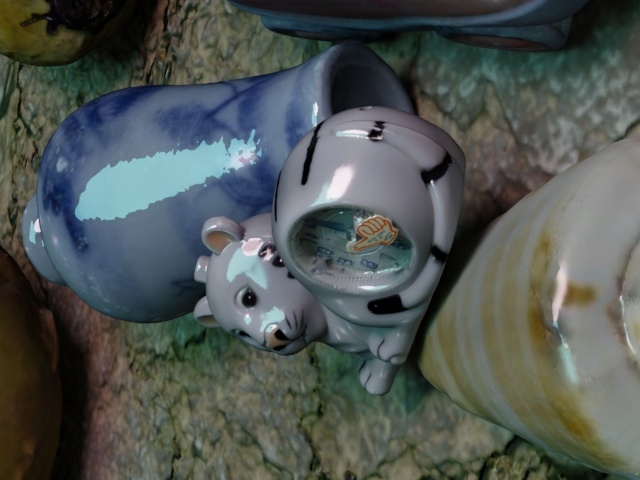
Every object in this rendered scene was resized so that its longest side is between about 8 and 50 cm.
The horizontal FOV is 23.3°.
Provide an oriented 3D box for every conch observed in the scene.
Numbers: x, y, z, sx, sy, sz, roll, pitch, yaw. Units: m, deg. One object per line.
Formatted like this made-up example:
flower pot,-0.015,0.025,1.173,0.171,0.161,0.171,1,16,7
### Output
conch,0.112,0.035,0.687,0.255,0.127,0.158,-15,77,48

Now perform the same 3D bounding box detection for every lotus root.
lotus root,-0.196,-0.192,1.066,0.214,0.138,0.138,24,104,58

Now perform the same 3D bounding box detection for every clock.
clock,0.000,0.000,0.773,0.176,0.117,0.080,108,173,-49

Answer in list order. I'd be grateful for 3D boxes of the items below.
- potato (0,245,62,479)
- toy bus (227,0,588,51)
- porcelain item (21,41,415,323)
potato,-0.280,0.110,1.050,0.237,0.289,0.301,-40,20,19
toy bus,-0.001,-0.206,0.761,0.294,0.231,0.197,12,95,49
porcelain item,-0.068,-0.032,0.900,0.259,0.141,0.141,-16,74,37
